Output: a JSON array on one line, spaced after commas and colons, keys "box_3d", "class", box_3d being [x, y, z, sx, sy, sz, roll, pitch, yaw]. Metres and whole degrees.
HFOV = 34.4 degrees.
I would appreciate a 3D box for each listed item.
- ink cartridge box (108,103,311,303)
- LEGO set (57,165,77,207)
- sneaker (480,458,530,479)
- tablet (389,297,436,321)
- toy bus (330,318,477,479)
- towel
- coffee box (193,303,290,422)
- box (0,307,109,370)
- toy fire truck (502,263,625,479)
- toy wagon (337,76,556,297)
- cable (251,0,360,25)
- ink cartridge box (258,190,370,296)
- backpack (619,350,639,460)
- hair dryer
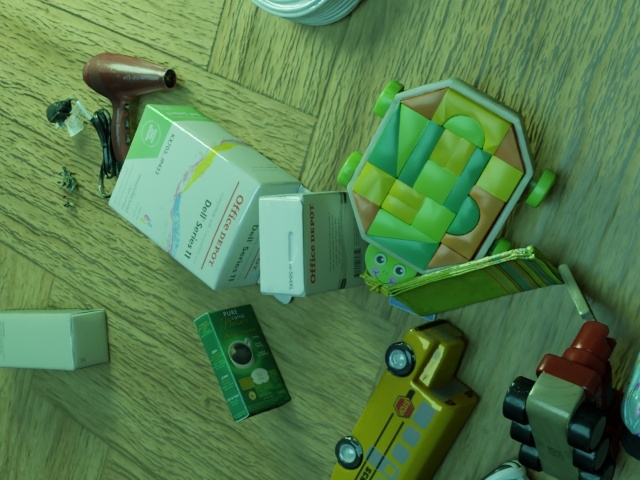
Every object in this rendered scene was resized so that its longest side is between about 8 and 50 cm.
[{"box_3d": [-0.173, -0.058, 1.724, 0.353, 0.119, 0.207, 35, 112, 28], "class": "ink cartridge box"}, {"box_3d": [-0.487, -0.105, 2.004, 0.054, 0.023, 0.083, 29, 123, 32], "class": "LEGO set"}, {"box_3d": [0.235, 0.429, 1.501, 0.229, 0.086, 0.132, -45, 72, 28], "class": "sneaker"}, {"box_3d": [0.145, 0.086, 1.582, 0.083, 0.006, 0.054, 22, 106, 33], "class": "tablet"}, {"box_3d": [0.125, 0.284, 1.549, 0.130, 0.108, 0.332, 37, 114, 27], "class": "toy bus"}, {"box_3d": [0.220, 0.065, 1.471, 0.237, 0.102, 0.021, -18, 51, 33], "class": "towel"}, {"box_3d": [-0.130, 0.201, 1.722, 0.040, 0.113, 0.184, -32, 77, 36], "class": "coffee box"}, {"box_3d": [-0.544, 0.190, 2.020, 0.275, 0.094, 0.113, -1, 94, 35], "class": "box"}, {"box_3d": [0.342, 0.177, 1.368, 0.159, 0.217, 0.246, 21, 63, 32], "class": "toy fire truck"}, {"box_3d": [0.155, -0.054, 1.474, 0.267, 0.068, 0.344, 31, 112, 8], "class": "toy wagon"}, {"box_3d": [-0.023, -0.467, 1.603, 0.257, 0.089, 0.257, 51, 119, 21], "class": "cable"}, {"box_3d": [0.000, 0.000, 1.556, 0.086, 0.203, 0.148, 1, 94, 36], "class": "ink cartridge box"}, {"box_3d": [0.445, 0.192, 1.298, 0.115, 0.152, 0.181, 21, 92, 17], "class": "backpack"}, {"box_3d": [-0.359, -0.235, 1.887, 0.293, 0.080, 0.223, -39, 88, 37], "class": "hair dryer"}]
